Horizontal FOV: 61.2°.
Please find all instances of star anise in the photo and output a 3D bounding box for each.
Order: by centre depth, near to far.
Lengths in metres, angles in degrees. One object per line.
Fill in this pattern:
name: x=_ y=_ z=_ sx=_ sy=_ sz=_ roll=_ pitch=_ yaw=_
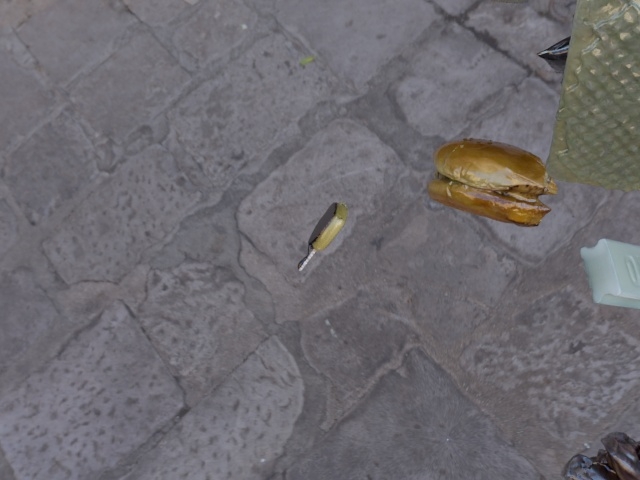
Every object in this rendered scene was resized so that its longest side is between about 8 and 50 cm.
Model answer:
star anise: x=0.542 y=0.372 z=0.908 sx=0.282 sy=0.212 sz=0.129 roll=-10 pitch=58 yaw=0

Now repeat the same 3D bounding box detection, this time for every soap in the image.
soap: x=0.615 y=0.071 z=1.068 sx=0.198 sy=0.066 sz=0.119 roll=9 pitch=64 yaw=-26

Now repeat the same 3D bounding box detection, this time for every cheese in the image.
cheese: x=-0.001 y=-0.001 z=1.083 sx=0.036 sy=0.086 sz=0.162 roll=31 pitch=117 yaw=-12

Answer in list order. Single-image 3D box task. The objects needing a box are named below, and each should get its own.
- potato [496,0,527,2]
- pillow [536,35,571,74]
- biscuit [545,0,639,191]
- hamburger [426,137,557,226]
potato: x=0.236 y=-0.530 z=0.795 sx=0.212 sy=0.280 sz=0.330 roll=-5 pitch=100 yaw=7
pillow: x=0.429 y=-0.303 z=0.859 sx=0.141 sy=0.208 sz=0.055 roll=-10 pitch=95 yaw=29
biscuit: x=0.274 y=-0.081 z=0.318 sx=0.252 sy=0.150 sz=0.052 roll=9 pitch=53 yaw=18
hamburger: x=0.296 y=-0.118 z=1.004 sx=0.156 sy=0.283 sz=0.144 roll=9 pitch=102 yaw=-24
